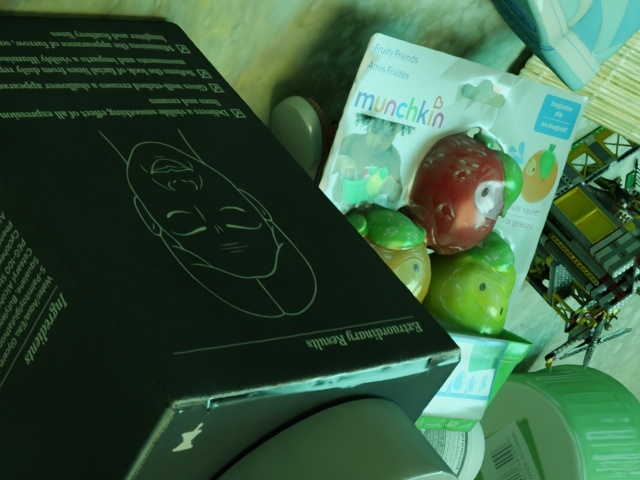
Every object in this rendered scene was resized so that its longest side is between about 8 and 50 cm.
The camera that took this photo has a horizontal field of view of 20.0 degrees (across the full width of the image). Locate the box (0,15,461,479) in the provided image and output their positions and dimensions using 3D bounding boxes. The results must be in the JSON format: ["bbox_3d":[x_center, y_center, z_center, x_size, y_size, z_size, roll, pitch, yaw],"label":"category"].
[{"bbox_3d":[-0.149,0.034,1.335,0.293,0.395,0.212,-5,136,-47],"label":"box"}]

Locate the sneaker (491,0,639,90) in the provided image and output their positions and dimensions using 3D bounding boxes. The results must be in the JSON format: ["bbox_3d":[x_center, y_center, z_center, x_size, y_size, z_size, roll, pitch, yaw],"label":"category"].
[{"bbox_3d":[0.255,-0.273,1.683,0.208,0.127,0.319,-41,162,6],"label":"sneaker"}]

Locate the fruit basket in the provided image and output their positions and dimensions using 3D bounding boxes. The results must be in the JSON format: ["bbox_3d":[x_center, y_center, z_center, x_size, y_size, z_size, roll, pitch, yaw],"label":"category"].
[{"bbox_3d":[0.109,0.007,1.710,0.327,0.165,0.353,11,106,-45],"label":"fruit basket"}]

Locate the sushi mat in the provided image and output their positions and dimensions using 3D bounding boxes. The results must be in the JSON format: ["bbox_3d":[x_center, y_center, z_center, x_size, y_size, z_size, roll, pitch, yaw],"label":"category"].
[{"bbox_3d":[0.368,-0.162,1.906,0.316,0.019,0.151,24,116,-21],"label":"sushi mat"}]

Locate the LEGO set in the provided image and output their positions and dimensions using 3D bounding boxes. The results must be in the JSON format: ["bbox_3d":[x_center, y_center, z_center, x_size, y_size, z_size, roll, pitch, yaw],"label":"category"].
[{"bbox_3d":[0.372,0.004,2.148,0.255,0.192,0.331,-28,150,-22],"label":"LEGO set"}]

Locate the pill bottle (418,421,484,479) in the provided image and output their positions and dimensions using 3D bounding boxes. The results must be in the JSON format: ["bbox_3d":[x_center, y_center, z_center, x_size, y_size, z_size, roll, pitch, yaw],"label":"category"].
[{"bbox_3d":[0.070,0.229,2.120,0.176,0.176,0.318,-47,152,12],"label":"pill bottle"}]

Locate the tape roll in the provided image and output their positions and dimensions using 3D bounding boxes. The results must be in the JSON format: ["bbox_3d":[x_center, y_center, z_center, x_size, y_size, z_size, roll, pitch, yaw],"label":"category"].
[{"bbox_3d":[-0.008,0.209,1.261,0.219,0.072,0.219,-31,152,-18],"label":"tape roll"}]

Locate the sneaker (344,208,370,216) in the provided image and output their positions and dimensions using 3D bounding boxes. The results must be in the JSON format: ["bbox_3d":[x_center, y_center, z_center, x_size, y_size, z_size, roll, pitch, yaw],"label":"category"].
[{"bbox_3d":[0.000,0.000,1.793,0.256,0.094,0.151,-12,142,-50],"label":"sneaker"}]

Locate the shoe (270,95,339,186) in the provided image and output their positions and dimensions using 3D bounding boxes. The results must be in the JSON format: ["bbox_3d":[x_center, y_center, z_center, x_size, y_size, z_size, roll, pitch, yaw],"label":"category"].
[{"bbox_3d":[0.003,-0.092,1.701,0.081,0.063,0.178,-33,156,-18],"label":"shoe"}]

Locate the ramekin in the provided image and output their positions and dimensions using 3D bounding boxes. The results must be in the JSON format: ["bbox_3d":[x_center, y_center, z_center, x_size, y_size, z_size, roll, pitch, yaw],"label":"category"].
[{"bbox_3d":[0.286,0.312,2.391,0.148,0.303,0.303,7,127,-45],"label":"ramekin"}]
